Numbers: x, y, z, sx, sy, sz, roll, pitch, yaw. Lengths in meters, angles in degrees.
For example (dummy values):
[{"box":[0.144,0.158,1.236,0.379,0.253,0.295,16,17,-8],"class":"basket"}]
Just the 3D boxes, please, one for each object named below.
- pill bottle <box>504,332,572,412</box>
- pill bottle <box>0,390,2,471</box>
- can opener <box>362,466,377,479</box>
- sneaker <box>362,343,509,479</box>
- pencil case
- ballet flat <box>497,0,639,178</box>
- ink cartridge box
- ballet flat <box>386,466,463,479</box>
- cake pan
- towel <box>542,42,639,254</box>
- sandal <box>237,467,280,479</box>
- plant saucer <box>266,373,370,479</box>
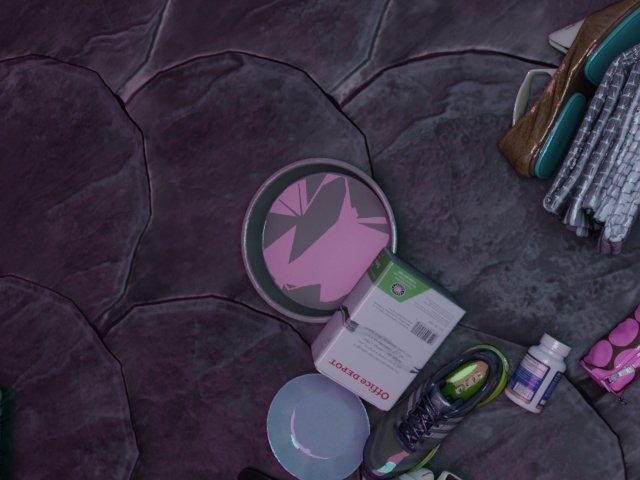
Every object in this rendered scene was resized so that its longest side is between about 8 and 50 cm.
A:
[{"box":[0.356,0.213,1.270,0.067,0.067,0.120,31,98,17],"class":"pill bottle"},{"box":[-0.727,0.435,1.584,0.153,0.153,0.265,-1,88,19],"class":"pill bottle"},{"box":[0.166,0.492,1.306,0.076,0.095,0.283,-45,69,13],"class":"can opener"},{"box":[0.180,0.274,1.277,0.300,0.121,0.111,-45,68,0],"class":"sneaker"},{"box":[0.503,0.148,1.207,0.095,0.098,0.209,43,100,16],"class":"pencil case"},{"box":[0.399,-0.264,1.267,0.124,0.116,0.343,39,105,36],"class":"ballet flat"},{"box":[0.108,0.149,1.312,0.160,0.092,0.219,34,100,-14],"class":"ink cartridge box"},{"box":[0.178,0.403,1.273,0.072,0.213,0.068,17,86,62],"class":"ballet flat"},{"box":[0.000,0.000,1.407,0.293,0.054,0.294,-1,87,18],"class":"cake pan"},{"box":[0.446,-0.128,1.168,0.121,0.235,0.284,25,95,21],"class":"towel"},{"box":[-0.076,0.465,1.419,0.179,0.040,0.067,13,92,19],"class":"sandal"},{"box":[0.000,0.334,1.401,0.194,0.037,0.195,-1,88,19],"class":"plant saucer"}]
